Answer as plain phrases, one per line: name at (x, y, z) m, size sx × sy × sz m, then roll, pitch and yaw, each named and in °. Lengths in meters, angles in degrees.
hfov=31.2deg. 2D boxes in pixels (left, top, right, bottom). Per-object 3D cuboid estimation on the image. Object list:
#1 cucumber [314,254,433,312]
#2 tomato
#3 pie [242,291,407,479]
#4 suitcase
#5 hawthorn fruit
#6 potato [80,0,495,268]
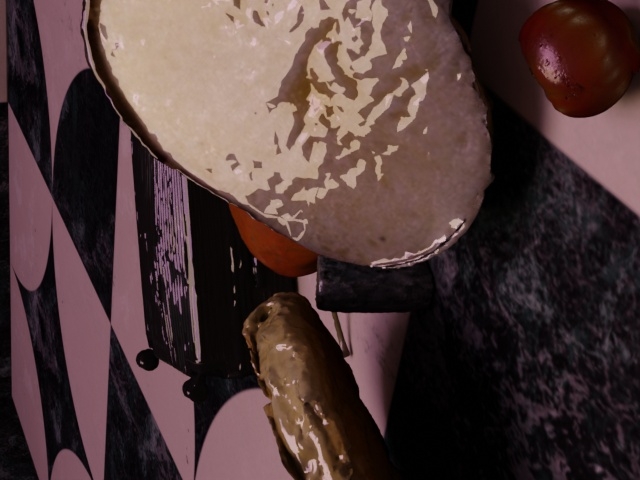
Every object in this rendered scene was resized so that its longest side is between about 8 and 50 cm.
cucumber at (0.046, 0.042, 1.085) m, size 0.064 × 0.112 × 0.064 m, roll 178°, pitch 90°, yaw -72°
tomato at (0.178, -0.127, 0.780) m, size 0.087 × 0.075 × 0.087 m, roll 53°, pitch -163°, yaw -24°
pie at (0.021, 0.201, 1.045) m, size 0.339 × 0.083 × 0.339 m, roll 63°, pitch -176°, yaw -8°
suitcase at (-0.141, 0.007, 1.431) m, size 0.230 × 0.152 × 0.335 m, roll 10°, pitch 105°, yaw 64°
hawthorn fruit at (0.000, 0.000, 1.193) m, size 0.165 × 0.165 × 0.285 m, roll 56°, pitch 169°, yaw 45°
potato at (0.006, -0.201, 1.021) m, size 0.296 × 0.397 × 0.289 m, roll -53°, pitch -16°, yaw -55°
